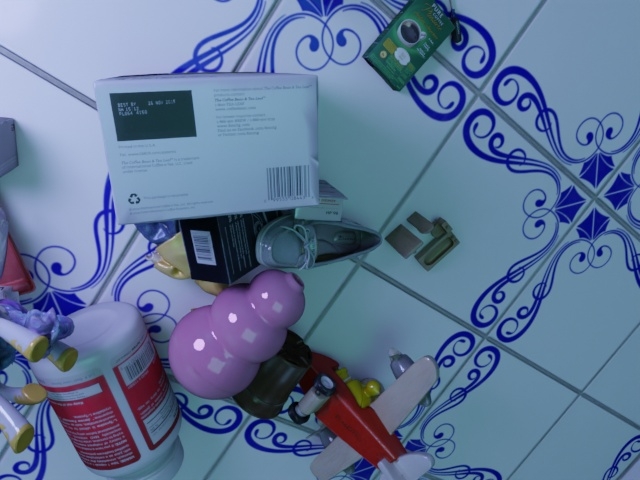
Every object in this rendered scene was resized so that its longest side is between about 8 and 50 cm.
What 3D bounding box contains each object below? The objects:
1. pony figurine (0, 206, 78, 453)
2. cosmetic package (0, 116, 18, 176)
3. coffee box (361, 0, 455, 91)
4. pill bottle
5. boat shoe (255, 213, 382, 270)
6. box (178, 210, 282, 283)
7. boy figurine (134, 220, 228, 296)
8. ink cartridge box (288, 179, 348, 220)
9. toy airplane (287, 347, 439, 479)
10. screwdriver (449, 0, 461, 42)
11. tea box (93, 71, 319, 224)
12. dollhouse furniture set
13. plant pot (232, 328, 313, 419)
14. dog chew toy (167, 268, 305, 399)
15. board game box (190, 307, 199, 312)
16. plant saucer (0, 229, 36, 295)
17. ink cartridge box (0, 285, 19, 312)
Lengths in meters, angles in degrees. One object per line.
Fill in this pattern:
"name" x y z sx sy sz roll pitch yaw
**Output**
"pony figurine" -0.607 0.140 0.824 0.363 0.303 0.351 22 108 10
"cosmetic package" -0.687 -0.172 0.853 0.237 0.127 0.107 4 109 -15
"coffee box" 0.191 -0.431 1.045 0.113 0.040 0.184 37 98 -25
"pill bottle" -0.449 0.362 1.072 0.228 0.229 0.408 -16 114 -9
"boat shoe" 0.001 0.002 1.059 0.320 0.103 0.118 -2 97 -44
"box" -0.176 -0.022 1.001 0.108 0.207 0.153 4 111 29
"boy figurine" -0.287 0.009 1.056 0.177 0.092 0.285 -39 117 1
"ink cartridge box" -0.016 -0.087 1.043 0.104 0.180 0.060 2 108 -16
"toy airplane" 0.128 0.461 1.252 0.385 0.272 0.385 -4 102 21
"screwdriver" 0.287 -0.520 1.049 0.025 0.024 0.170 -5 113 18
"tea box" -0.197 -0.189 0.873 0.328 0.323 0.220 -6 112 -13
"dollhouse furniture set" 0.277 0.018 1.199 0.144 0.123 0.151 -42 116 3
"plant pot" -0.114 0.311 1.163 0.166 0.167 0.165 29 113 -24
"dog chew toy" -0.168 0.187 1.032 0.331 0.207 0.206 -42 116 12
"board game box" -0.219 0.203 1.177 0.181 0.043 0.092 -7 112 -13
"plant saucer" -0.743 0.018 0.954 0.258 0.048 0.259 -16 114 -10
"ink cartridge box" -0.654 0.119 0.977 0.083 0.028 0.048 1 110 -15
